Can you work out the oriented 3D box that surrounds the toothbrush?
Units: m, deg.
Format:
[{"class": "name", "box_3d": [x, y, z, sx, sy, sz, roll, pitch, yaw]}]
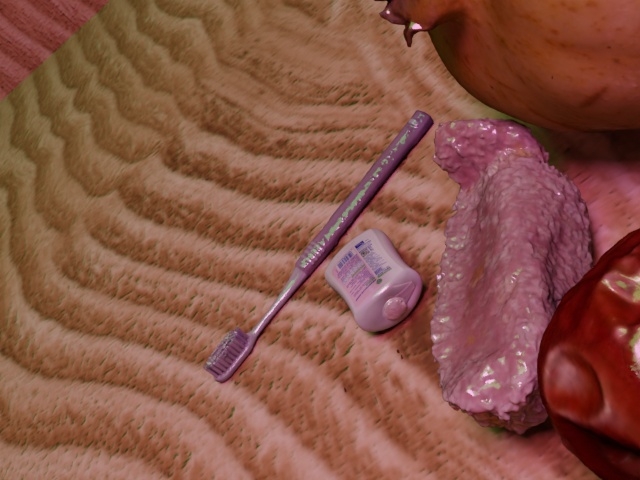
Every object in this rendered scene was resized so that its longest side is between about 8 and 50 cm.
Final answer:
[{"class": "toothbrush", "box_3d": [0.000, 0.000, 0.879, 0.024, 0.029, 0.354, 32, 79, 42]}]

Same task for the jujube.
[{"class": "jujube", "box_3d": [0.232, 0.044, 0.483, 0.230, 0.155, 0.155, -41, 33, -10]}]

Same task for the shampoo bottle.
[{"class": "shampoo bottle", "box_3d": [0.050, 0.039, 0.772, 0.072, 0.043, 0.099, -44, 34, 5]}]

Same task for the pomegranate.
[{"class": "pomegranate", "box_3d": [0.196, -0.226, 0.612, 0.342, 0.342, 0.342, -29, 37, 25]}]

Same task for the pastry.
[{"class": "pastry", "box_3d": [0.143, 0.023, 0.636, 0.103, 0.112, 0.265, -31, 41, 41]}]
